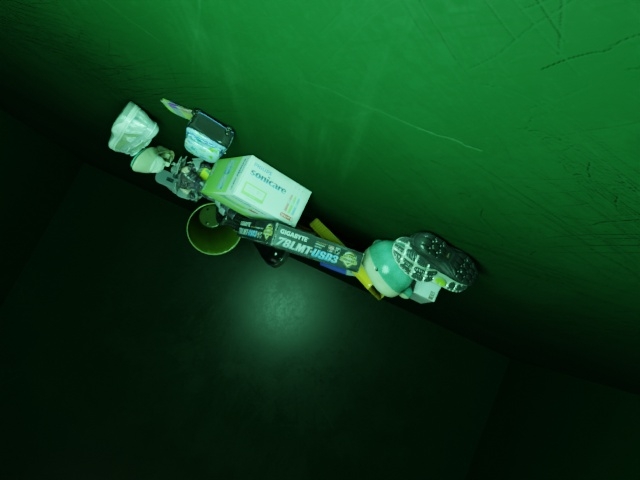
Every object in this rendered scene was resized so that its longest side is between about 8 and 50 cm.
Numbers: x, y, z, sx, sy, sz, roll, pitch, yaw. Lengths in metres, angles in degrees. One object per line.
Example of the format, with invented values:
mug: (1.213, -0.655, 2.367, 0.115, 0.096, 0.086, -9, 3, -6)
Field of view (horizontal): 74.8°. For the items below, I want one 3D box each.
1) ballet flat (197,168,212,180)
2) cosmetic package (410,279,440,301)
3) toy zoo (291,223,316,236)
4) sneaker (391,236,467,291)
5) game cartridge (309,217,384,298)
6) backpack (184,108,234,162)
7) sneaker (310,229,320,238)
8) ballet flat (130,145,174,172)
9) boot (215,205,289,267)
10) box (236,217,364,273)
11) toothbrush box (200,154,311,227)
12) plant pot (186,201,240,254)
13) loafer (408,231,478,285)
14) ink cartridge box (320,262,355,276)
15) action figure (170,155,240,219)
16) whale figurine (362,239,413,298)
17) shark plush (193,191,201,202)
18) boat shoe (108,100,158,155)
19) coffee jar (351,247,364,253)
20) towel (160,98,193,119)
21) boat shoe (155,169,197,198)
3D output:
ballet flat: (-0.445, -0.239, 1.558, 0.231, 0.077, 0.077, 7, 139, 56)
cosmetic package: (0.362, 0.153, 1.475, 0.086, 0.117, 0.231, 24, 171, 8)
toy zoo: (-0.144, -0.066, 1.641, 0.293, 0.030, 0.192, 25, -173, 27)
sneaker: (0.307, 0.074, 1.214, 0.275, 0.107, 0.110, 29, 180, -23)
game cartridge: (0.102, 0.070, 1.525, 0.323, 0.053, 0.285, 45, 180, 23)
backpack: (-0.265, -0.234, 0.975, 0.105, 0.084, 0.114, 27, 171, -16)
sneaker: (0.000, 0.000, 1.775, 0.186, 0.069, 0.084, 30, -174, -27)
ballet flat: (-0.547, -0.268, 1.396, 0.086, 0.086, 0.248, 27, -161, -12)
boot: (-0.288, -0.045, 1.734, 0.260, 0.131, 0.348, 32, -166, -44)
box: (-0.069, 0.010, 1.267, 0.296, 0.073, 0.293, 18, 176, -28)
toothbrush box: (-0.197, -0.143, 1.228, 0.206, 0.122, 0.283, 29, 169, -33)
plant pot: (-0.579, -0.096, 2.264, 0.275, 0.274, 0.293, 28, -174, -23)
loafer: (0.321, 0.045, 1.087, 0.223, 0.076, 0.078, 33, 174, -22)
ink cartridge box: (0.124, 0.117, 1.893, 0.166, 0.065, 0.333, 18, -179, 43)
action figure: (-0.394, -0.179, 1.420, 0.285, 0.099, 0.185, 34, 148, 5)
whale figurine: (0.248, 0.079, 1.343, 0.272, 0.141, 0.216, 4, -127, -58)
shark plush: (-0.626, -0.249, 2.136, 0.067, 0.073, 0.161, 47, -173, -15)
boat shoe: (-0.538, -0.306, 1.221, 0.103, 0.118, 0.320, 33, 162, -22)
coffee jar: (0.196, 0.106, 1.729, 0.185, 0.096, 0.079, 27, 169, -11)
towel: (-0.325, -0.303, 0.981, 0.083, 0.009, 0.060, 24, 172, 13)
boat shoe: (-0.665, -0.262, 1.982, 0.258, 0.095, 0.084, 33, 180, 25)
